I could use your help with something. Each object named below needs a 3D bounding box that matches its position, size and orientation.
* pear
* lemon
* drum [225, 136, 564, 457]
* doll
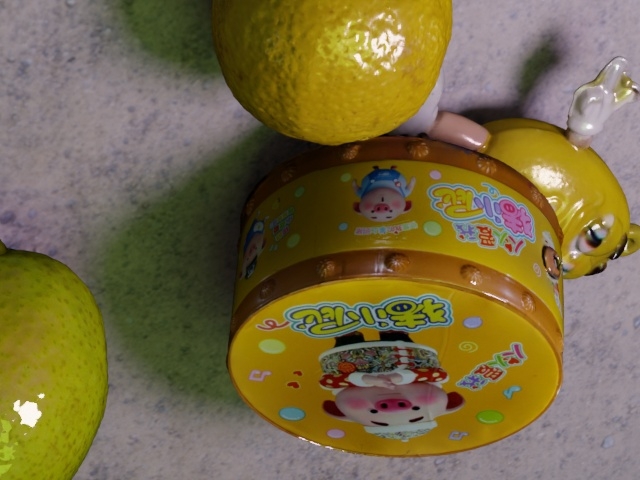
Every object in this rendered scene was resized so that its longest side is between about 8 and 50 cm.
[{"bbox_3d":[-0.419,0.164,1.845,0.391,0.391,0.391,-12,130,-15],"label":"pear"},{"bbox_3d":[0.012,-0.243,1.766,0.293,0.293,0.293,-12,130,-15],"label":"lemon"},{"bbox_3d":[0.096,0.078,1.981,0.431,0.214,0.431,4,143,3],"label":"drum"},{"bbox_3d":[0.233,-0.093,2.057,0.423,0.161,0.348,-2,133,-5],"label":"doll"}]
